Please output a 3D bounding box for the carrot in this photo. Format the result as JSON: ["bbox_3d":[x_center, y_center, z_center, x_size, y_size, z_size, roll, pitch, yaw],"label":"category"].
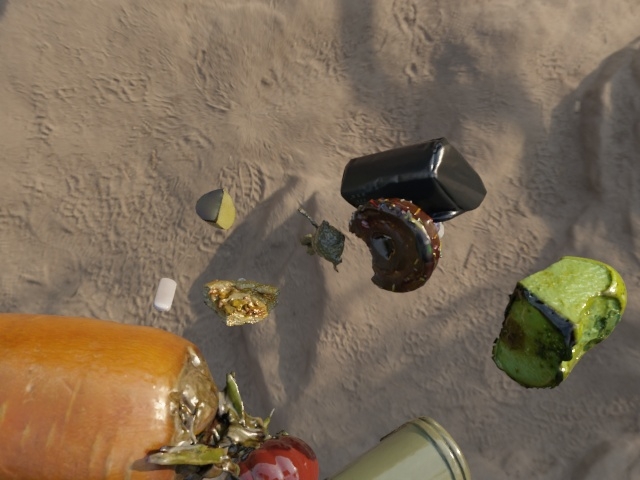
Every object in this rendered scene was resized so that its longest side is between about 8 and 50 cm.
[{"bbox_3d":[-0.213,0.181,0.592,0.332,0.193,0.214,5,57,-3],"label":"carrot"}]

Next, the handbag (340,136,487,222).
[{"bbox_3d":[0.237,-0.108,1.513,0.275,0.302,0.177,39,56,-38],"label":"handbag"}]

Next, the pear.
[{"bbox_3d":[0.496,0.165,1.209,0.256,0.164,0.238,-24,136,-29],"label":"pear"}]

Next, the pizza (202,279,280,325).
[{"bbox_3d":[-0.195,0.144,1.402,0.182,0.161,0.062,13,124,2],"label":"pizza"}]

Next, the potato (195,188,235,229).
[{"bbox_3d":[-0.263,-0.070,1.518,0.067,0.103,0.096,8,64,18],"label":"potato"}]

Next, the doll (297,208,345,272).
[{"bbox_3d":[0.006,0.017,1.740,0.091,0.285,0.202,-18,67,-14],"label":"doll"}]

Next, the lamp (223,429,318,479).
[{"bbox_3d":[-0.107,0.539,1.331,0.227,0.227,0.226,-1,102,-6],"label":"lamp"}]

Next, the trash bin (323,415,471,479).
[{"bbox_3d":[0.060,0.372,0.856,0.248,0.243,0.121,-24,70,-21],"label":"trash bin"}]

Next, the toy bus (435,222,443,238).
[{"bbox_3d":[0.255,-0.042,1.787,0.203,0.141,0.142,-30,117,30],"label":"toy bus"}]

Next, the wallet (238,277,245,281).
[{"bbox_3d":[-0.251,0.167,1.737,0.025,0.061,0.122,12,134,-38],"label":"wallet"}]

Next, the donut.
[{"bbox_3d":[0.178,0.001,1.371,0.096,0.216,0.230,-29,87,-42],"label":"donut"}]

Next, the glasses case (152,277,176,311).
[{"bbox_3d":[-0.279,0.096,1.074,0.032,0.083,0.021,19,120,-16],"label":"glasses case"}]
